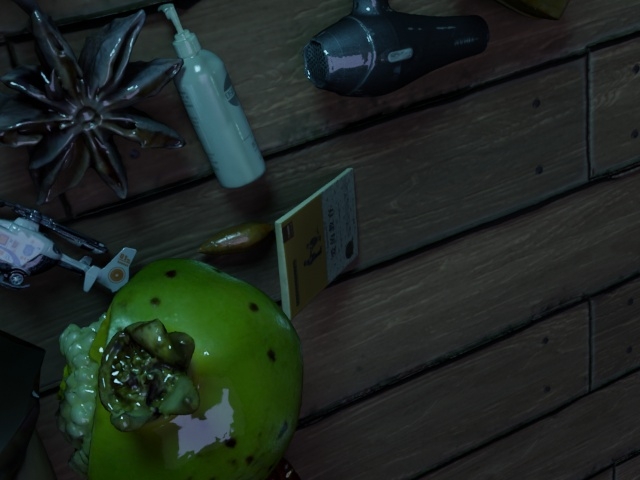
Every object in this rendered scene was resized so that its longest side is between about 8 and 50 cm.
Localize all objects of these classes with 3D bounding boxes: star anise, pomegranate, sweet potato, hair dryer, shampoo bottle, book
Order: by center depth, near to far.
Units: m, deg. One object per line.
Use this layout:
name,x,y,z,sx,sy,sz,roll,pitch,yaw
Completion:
star anise,-0.229,-0.138,0.716,0.209,0.089,0.231,-16,123,-28
pomegranate,-0.140,0.143,0.752,0.261,0.340,0.260,1,81,-5
shampoo bottle,-0.114,-0.147,0.789,0.056,0.056,0.195,-30,122,-12
hair dryer,0.082,-0.294,0.811,0.236,0.091,0.271,-18,115,-29
book,0.000,0.000,0.875,0.172,0.012,0.118,-41,134,-52
sweet potato,-0.093,-0.001,0.876,0.095,0.034,0.034,-21,119,-20

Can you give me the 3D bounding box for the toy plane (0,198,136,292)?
toy plane,-0.285,0.011,0.778,0.197,0.053,0.078,24,91,-28

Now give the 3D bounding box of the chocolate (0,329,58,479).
chocolate,-0.381,0.254,0.704,0.326,0.314,0.297,-59,151,-31

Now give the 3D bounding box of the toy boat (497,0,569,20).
toy boat,0.209,-0.295,0.854,0.226,0.088,0.068,1,118,-52

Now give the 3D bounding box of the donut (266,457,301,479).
donut,-0.138,0.340,0.972,0.235,0.089,0.235,-11,117,-22
